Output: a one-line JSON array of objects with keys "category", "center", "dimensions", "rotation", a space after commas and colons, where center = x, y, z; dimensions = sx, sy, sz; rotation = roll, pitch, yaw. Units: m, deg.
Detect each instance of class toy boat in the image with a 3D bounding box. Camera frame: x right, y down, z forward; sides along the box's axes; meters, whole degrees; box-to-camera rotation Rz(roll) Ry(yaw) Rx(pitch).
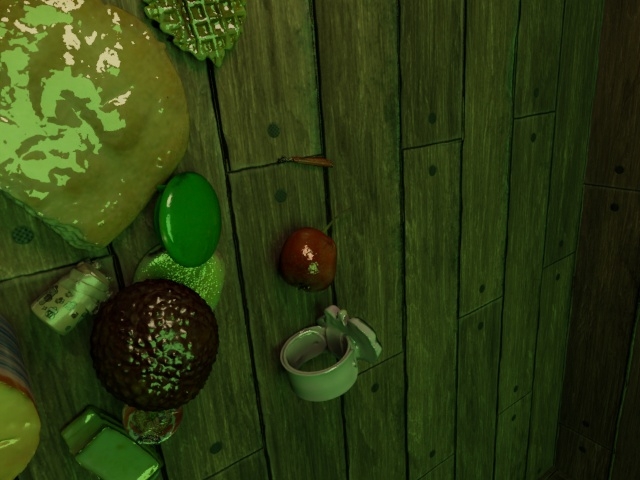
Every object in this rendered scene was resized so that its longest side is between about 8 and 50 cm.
[{"category": "toy boat", "center": [-0.459, 0.494, 1.068], "dimensions": [0.111, 0.084, 0.276], "rotation": [-44, 123, -21]}]

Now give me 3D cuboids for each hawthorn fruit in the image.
[{"category": "hawthorn fruit", "center": [0.000, 0.000, 1.236], "dimensions": [0.165, 0.165, 0.285], "rotation": [45, 66, -36]}]

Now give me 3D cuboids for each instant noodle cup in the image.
[{"category": "instant noodle cup", "center": [-0.379, 0.393, 1.049], "dimensions": [0.127, 0.135, 0.127], "rotation": [10, 63, -19]}]

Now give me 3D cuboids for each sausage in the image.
[{"category": "sausage", "center": [-0.605, 0.252, 0.762], "dimensions": [0.233, 0.287, 0.232], "rotation": [-17, 118, -36]}]

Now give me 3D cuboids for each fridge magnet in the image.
[{"category": "fridge magnet", "center": [-0.281, -0.044, 1.005], "dimensions": [0.208, 0.088, 0.207], "rotation": [1, 90, -70]}]

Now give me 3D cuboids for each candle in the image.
[{"category": "candle", "center": [-0.040, -0.208, 1.216], "dimensions": [0.168, 0.021, 0.026], "rotation": [-1, 94, -35]}]

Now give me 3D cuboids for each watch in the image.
[{"category": "watch", "center": [0.019, 0.311, 1.267], "dimensions": [0.231, 0.244, 0.196], "rotation": [-32, 121, -34]}]

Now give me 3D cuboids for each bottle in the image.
[{"category": "bottle", "center": [-0.484, 0.107, 0.934], "dimensions": [0.152, 0.099, 0.099], "rotation": [-48, 125, -20]}]

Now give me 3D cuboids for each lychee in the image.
[{"category": "lychee", "center": [-0.331, 0.210, 0.949], "dimensions": [0.261, 0.261, 0.260], "rotation": [-11, 109, -34]}]

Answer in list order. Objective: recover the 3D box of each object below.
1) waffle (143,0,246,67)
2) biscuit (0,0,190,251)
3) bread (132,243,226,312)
[{"category": "waffle", "center": [-0.252, -0.489, 0.957], "dimensions": [0.214, 0.054, 0.207], "rotation": [25, 91, -33]}, {"category": "biscuit", "center": [-0.448, -0.220, 0.858], "dimensions": [0.446, 0.104, 0.429], "rotation": [-47, 125, -16]}, {"category": "bread", "center": [-0.320, 0.102, 1.090], "dimensions": [0.229, 0.034, 0.228], "rotation": [-10, 107, -34]}]
